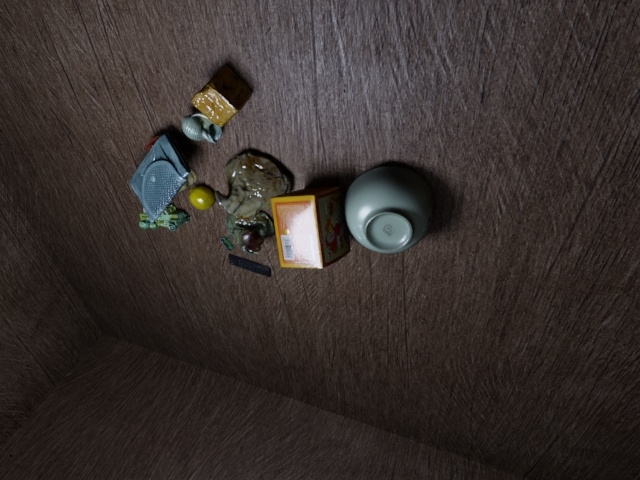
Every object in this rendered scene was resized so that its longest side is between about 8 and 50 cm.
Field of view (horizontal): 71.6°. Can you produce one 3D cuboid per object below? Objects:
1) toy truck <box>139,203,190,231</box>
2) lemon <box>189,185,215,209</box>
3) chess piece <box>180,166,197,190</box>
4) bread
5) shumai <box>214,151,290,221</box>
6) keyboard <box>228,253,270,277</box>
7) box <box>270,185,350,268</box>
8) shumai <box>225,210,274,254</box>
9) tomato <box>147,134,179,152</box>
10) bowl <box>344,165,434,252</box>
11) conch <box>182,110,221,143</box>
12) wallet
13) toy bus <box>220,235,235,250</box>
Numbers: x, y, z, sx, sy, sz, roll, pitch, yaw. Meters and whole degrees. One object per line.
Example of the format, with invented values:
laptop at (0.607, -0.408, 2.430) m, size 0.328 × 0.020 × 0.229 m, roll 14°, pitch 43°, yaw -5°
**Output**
toy truck at (-0.819, -0.133, 2.298) m, size 0.260 × 0.128 × 0.135 m, roll 8°, pitch 120°, yaw 22°
lemon at (-0.560, -0.202, 2.095) m, size 0.133 × 0.109 × 0.109 m, roll 38°, pitch 137°, yaw -5°
chess piece at (-0.655, -0.250, 2.031) m, size 0.090 × 0.200 × 0.090 m, roll 15°, pitch 137°, yaw 14°
bread at (-0.362, -0.529, 1.644) m, size 0.143 × 0.149 × 0.158 m, roll -19°, pitch 120°, yaw 44°
shumai at (-0.300, -0.202, 1.844) m, size 0.314 × 0.262 × 0.267 m, roll 8°, pitch 135°, yaw 19°
keyboard at (-0.384, 0.135, 2.395) m, size 0.251 × 0.017 × 0.087 m, roll 18°, pitch 138°, yaw 13°
box at (-0.026, -0.059, 1.765) m, size 0.214 × 0.259 × 0.283 m, roll 2°, pitch 105°, yaw 31°
shumai at (-0.367, -0.032, 2.091) m, size 0.272 × 0.203 × 0.222 m, roll -14°, pitch 122°, yaw 42°
tomato at (-0.680, -0.394, 1.987) m, size 0.174 × 0.082 × 0.166 m, roll -25°, pitch 101°, yaw 34°
bowl at (0.254, -0.082, 1.652) m, size 0.354 × 0.185 × 0.353 m, roll 4°, pitch 127°, yaw 6°
conch at (-0.483, -0.469, 1.801) m, size 0.153 × 0.102 × 0.135 m, roll 12°, pitch 135°, yaw -32°
wallet at (-0.705, -0.269, 1.923) m, size 0.342 × 0.075 × 0.237 m, roll -41°, pitch 73°, yaw 30°
toy bus at (-0.485, 0.014, 2.318) m, size 0.031 × 0.037 × 0.083 m, roll -12°, pitch 123°, yaw 37°
